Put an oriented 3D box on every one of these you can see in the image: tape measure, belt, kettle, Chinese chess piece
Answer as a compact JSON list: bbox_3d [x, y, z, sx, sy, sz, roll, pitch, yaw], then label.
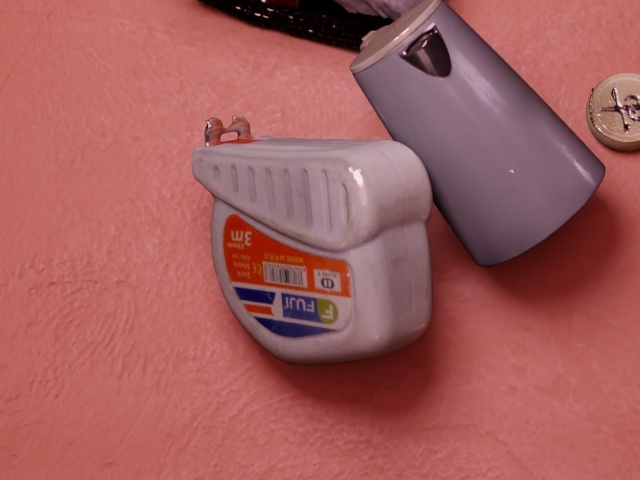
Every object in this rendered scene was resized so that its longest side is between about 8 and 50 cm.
[{"bbox_3d":[0.000,-0.001,1.452,0.243,0.125,0.246,7,108,44],"label":"tape measure"},{"bbox_3d":[-0.009,-0.312,1.551,0.289,0.184,0.164,17,74,7],"label":"belt"},{"bbox_3d":[0.141,-0.119,1.461,0.160,0.210,0.243,-40,100,-1],"label":"kettle"},{"bbox_3d":[0.320,-0.135,1.527,0.084,0.034,0.084,-2,75,7],"label":"Chinese chess piece"}]
